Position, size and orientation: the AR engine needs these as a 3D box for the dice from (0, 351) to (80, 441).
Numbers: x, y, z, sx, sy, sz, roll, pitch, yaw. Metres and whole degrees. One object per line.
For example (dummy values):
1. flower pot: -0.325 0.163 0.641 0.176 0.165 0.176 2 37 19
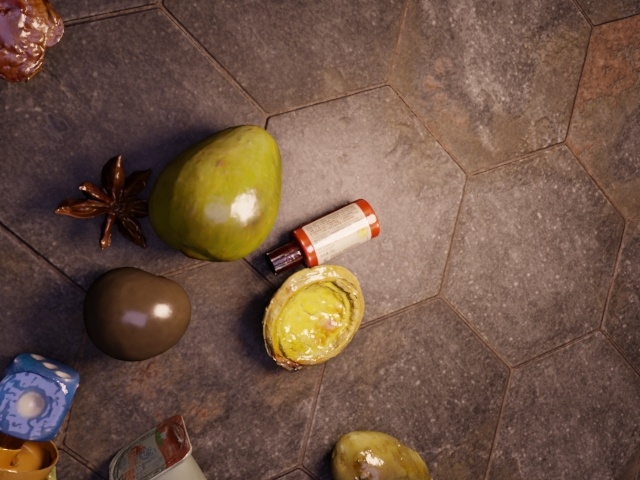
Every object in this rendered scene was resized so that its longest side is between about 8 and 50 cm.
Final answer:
1. dice: -0.591 0.321 1.180 0.146 0.146 0.143 26 85 -18

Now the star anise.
1. star anise: -0.432 -0.081 1.215 0.212 0.111 0.196 24 93 -27

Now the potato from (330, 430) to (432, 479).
1. potato: 0.153 0.599 1.444 0.307 0.173 0.210 42 84 -20

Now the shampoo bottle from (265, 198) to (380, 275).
1. shampoo bottle: 0.000 0.000 1.369 0.278 0.104 0.104 -26 103 -14

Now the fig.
1. fig: -0.202 -0.106 1.218 0.258 0.258 0.326 38 71 -18

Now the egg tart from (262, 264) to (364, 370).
1. egg tart: -0.022 0.178 1.378 0.279 0.095 0.279 -9 113 -23

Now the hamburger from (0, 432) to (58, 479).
1. hamburger: -0.665 0.478 1.105 0.274 0.274 0.212 28 85 -19

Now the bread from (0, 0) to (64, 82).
1. bread: -0.630 -0.413 1.101 0.246 0.135 0.232 -25 103 -15

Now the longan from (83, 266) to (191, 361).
1. longan: -0.387 0.157 1.209 0.220 0.196 0.196 18 89 -21

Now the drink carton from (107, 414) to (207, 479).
1. drink carton: -0.345 0.539 1.280 0.191 0.185 0.190 -30 115 -15
